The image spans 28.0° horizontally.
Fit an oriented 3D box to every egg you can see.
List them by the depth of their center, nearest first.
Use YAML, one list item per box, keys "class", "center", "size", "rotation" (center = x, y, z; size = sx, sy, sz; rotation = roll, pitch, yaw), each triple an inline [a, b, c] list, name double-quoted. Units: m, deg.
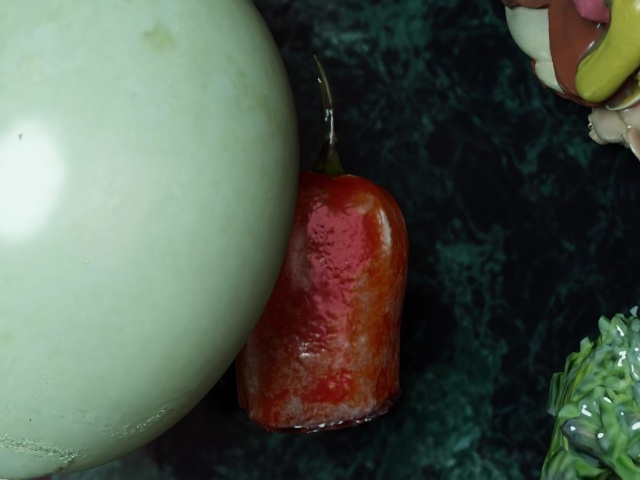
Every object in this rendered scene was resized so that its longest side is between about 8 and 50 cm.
- class: "egg"
  center: [-0.104, -0.021, 0.557]
  size: [0.187, 0.186, 0.253]
  rotation: [21, 74, -23]

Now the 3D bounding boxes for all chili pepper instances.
- class: "chili pepper"
  center: [0.000, 0.000, 0.665]
  size: [0.086, 0.084, 0.192]
  rotation: [-3, 94, -42]

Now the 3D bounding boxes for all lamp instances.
- class: "lamp"
  center: [0.175, -0.121, 0.740]
  size: [0.253, 0.118, 0.118]
  rotation: [48, 70, -20]

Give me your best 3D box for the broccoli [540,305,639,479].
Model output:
- class: "broccoli"
  center: [0.281, 0.164, 0.653]
  size: [0.249, 0.302, 0.375]
  rotation: [-37, 115, 15]
